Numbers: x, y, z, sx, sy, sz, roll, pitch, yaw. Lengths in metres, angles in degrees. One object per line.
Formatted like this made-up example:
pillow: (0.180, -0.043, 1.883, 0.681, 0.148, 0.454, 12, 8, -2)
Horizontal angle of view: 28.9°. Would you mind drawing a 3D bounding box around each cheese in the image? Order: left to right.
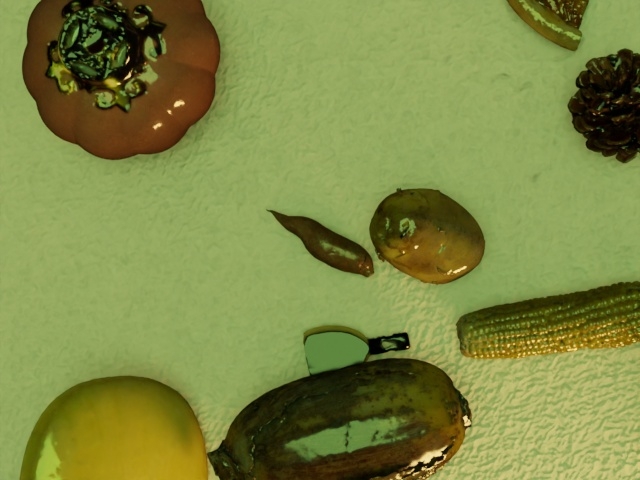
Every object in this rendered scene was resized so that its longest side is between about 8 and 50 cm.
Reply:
cheese: (0.057, 0.166, 1.912, 0.163, 0.036, 0.086, -10, 87, 6)

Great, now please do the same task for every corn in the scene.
corn: (0.363, 0.122, 1.853, 0.320, 0.097, 0.097, -9, 89, 8)

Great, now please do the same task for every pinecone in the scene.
pinecone: (0.438, -0.202, 1.803, 0.174, 0.173, 0.173, 0, 90, 6)

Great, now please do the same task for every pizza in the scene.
pizza: (0.330, -0.410, 1.869, 0.134, 0.056, 0.271, -18, 88, 8)

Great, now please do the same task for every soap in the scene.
soap: (-0.309, 0.416, 1.861, 0.306, 0.115, 0.427, 3, 88, -30)

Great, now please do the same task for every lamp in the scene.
lamp: (-0.302, -0.272, 1.848, 0.306, 0.239, 0.305, 0, 90, 7)

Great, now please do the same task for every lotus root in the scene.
lotus root: (0.027, 0.291, 1.845, 0.398, 0.179, 0.195, -17, 86, 2)

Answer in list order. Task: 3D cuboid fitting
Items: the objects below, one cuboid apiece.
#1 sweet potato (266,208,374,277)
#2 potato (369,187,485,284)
sweet potato: (0.000, 0.000, 1.911, 0.195, 0.056, 0.056, 33, 94, 9)
potato: (0.157, -0.008, 1.860, 0.176, 0.137, 0.137, 32, 94, -16)
